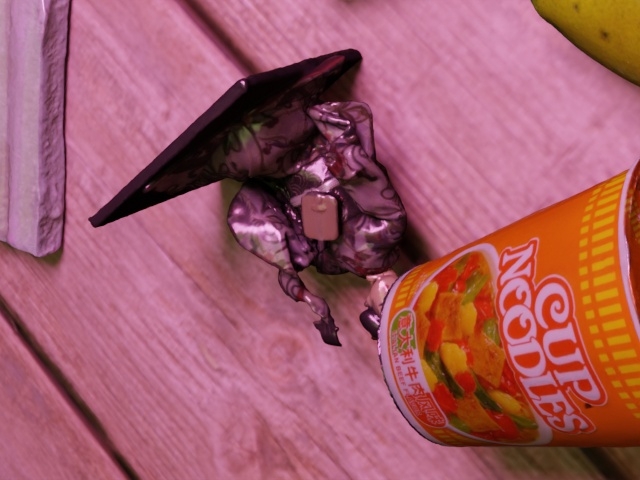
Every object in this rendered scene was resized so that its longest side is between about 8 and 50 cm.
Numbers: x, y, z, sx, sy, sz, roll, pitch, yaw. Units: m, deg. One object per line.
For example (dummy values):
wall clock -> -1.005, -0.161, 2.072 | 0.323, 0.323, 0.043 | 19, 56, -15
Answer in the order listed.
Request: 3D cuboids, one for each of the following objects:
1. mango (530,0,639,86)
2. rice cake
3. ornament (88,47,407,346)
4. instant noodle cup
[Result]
mango -> 0.187, -0.132, 0.573 | 0.178, 0.100, 0.119 | 20, 111, 36
rice cake -> -0.244, -0.104, 0.887 | 0.085, 0.040, 0.226 | 12, 105, 30
ornament -> 0.000, 0.000, 0.700 | 0.166, 0.153, 0.196 | -39, 87, 32
instant noodle cup -> 0.137, 0.047, 0.610 | 0.185, 0.168, 0.168 | -19, 88, 44
